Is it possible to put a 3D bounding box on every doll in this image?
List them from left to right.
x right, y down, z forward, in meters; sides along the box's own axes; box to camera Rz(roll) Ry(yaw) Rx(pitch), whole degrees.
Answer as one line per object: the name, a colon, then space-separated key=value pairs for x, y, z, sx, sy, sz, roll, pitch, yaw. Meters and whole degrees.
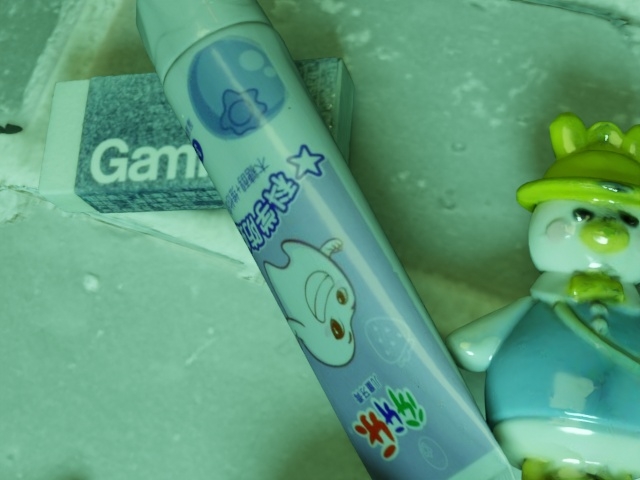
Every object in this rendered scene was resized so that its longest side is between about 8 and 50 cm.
doll: x=0.149 y=0.044 z=0.696 sx=0.135 sy=0.098 sz=0.241 roll=-2 pitch=71 yaw=31

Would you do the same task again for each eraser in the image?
eraser: x=-0.083 y=-0.069 z=0.842 sx=0.212 sy=0.046 sz=0.092 roll=-1 pitch=70 yaw=18

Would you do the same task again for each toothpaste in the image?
toothpaste: x=0.000 y=0.000 z=0.728 sx=0.080 sy=0.125 sz=0.371 roll=-18 pitch=71 yaw=-33
